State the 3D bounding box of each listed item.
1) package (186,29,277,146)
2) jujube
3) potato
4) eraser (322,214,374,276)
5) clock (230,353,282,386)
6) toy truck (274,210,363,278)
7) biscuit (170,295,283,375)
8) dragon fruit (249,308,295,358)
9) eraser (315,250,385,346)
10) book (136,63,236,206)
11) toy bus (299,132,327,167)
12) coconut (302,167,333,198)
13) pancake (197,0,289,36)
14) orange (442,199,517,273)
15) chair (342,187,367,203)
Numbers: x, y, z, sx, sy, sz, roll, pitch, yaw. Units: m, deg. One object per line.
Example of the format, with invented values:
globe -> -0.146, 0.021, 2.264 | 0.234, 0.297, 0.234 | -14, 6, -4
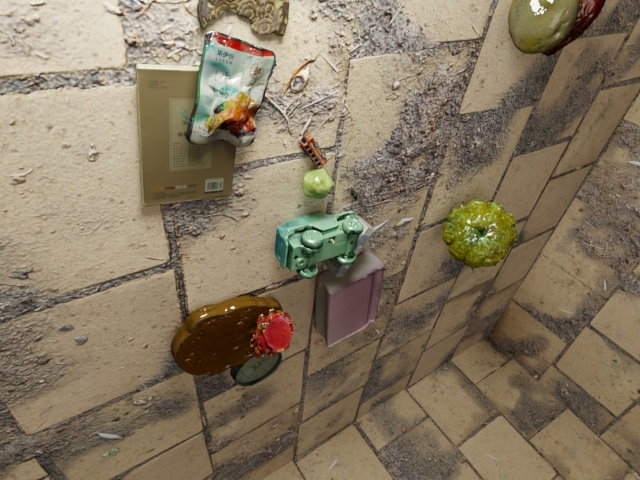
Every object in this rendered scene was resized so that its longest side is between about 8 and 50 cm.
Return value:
package -> -0.189, -0.302, 0.850 | 0.166, 0.040, 0.232 | 0, 125, -41
jujube -> 0.777, -0.709, 1.269 | 0.168, 0.168, 0.236 | -11, 145, -35
potato -> 0.653, -0.673, 1.169 | 0.178, 0.160, 0.235 | 4, 129, -16
eraser -> 0.096, 0.020, 1.409 | 0.046, 0.092, 0.212 | 13, 116, -47
clock -> -0.252, 0.496, 1.599 | 0.215, 0.042, 0.215 | -24, 139, -23
toy truck -> 0.000, 0.000, 1.249 | 0.279, 0.156, 0.155 | -18, 136, -30
biscuit -> -0.302, 0.314, 1.353 | 0.381, 0.074, 0.359 | -28, 142, -23
dragon fruit -> -0.167, 0.322, 1.336 | 0.133, 0.150, 0.207 | 24, 118, -19
eraser -> 0.113, 0.239, 1.618 | 0.272, 0.122, 0.359 | -23, 138, -21
book -> -0.287, -0.222, 0.887 | 0.217, 0.021, 0.310 | -12, 133, -34
toy bus -> -0.019, -0.245, 1.100 | 0.043, 0.031, 0.110 | -38, 144, 4
coconut -> -0.007, -0.164, 1.147 | 0.088, 0.088, 0.096 | -12, 138, -35
pancake -> -0.142, -0.458, 0.790 | 0.184, 0.020, 0.190 | -48, 142, 6
orange -> 0.684, -0.030, 1.714 | 0.301, 0.300, 0.223 | -27, 163, 13
chair -> 0.113, -0.150, 1.306 | 0.086, 0.037, 0.042 | -20, 149, -22
